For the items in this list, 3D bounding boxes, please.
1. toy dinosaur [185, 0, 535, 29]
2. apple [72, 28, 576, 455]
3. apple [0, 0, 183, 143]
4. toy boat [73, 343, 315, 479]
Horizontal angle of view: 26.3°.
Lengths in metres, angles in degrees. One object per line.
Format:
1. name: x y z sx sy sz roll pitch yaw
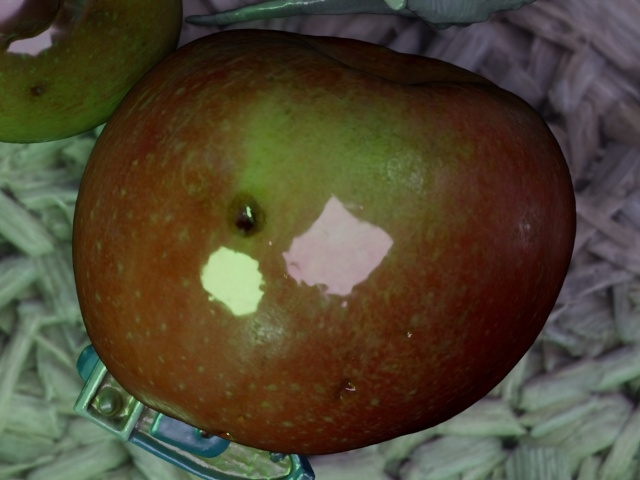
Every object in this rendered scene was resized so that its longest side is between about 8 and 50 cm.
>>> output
1. toy dinosaur: 0.080 -0.203 1.027 0.393 0.205 0.092 -22 83 19
2. apple: 0.000 0.000 0.976 0.348 0.348 0.277 12 104 -7
3. apple: -0.203 -0.164 1.002 0.188 0.174 0.207 -45 147 -13
4. toy boat: -0.102 0.151 1.117 0.215 0.102 0.088 27 101 -11
